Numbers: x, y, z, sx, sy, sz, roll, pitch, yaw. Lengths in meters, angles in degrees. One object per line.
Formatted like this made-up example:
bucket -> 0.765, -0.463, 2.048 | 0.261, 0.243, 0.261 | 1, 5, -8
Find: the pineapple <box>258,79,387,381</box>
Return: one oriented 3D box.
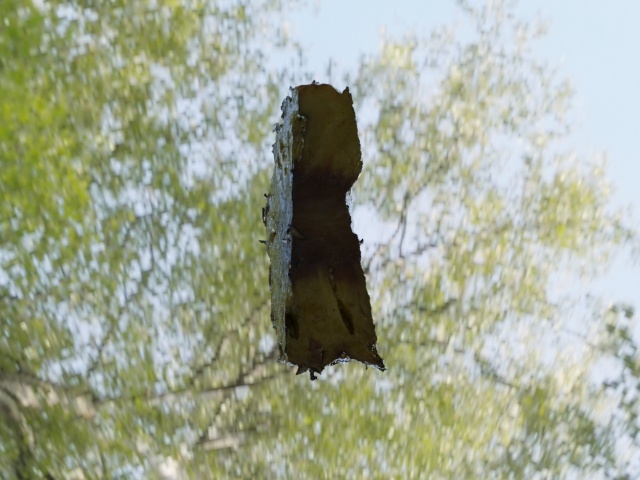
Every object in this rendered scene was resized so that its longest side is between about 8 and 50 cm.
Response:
pineapple -> -0.001, 0.000, 1.244 | 0.079, 0.135, 0.233 | 2, -102, -13
